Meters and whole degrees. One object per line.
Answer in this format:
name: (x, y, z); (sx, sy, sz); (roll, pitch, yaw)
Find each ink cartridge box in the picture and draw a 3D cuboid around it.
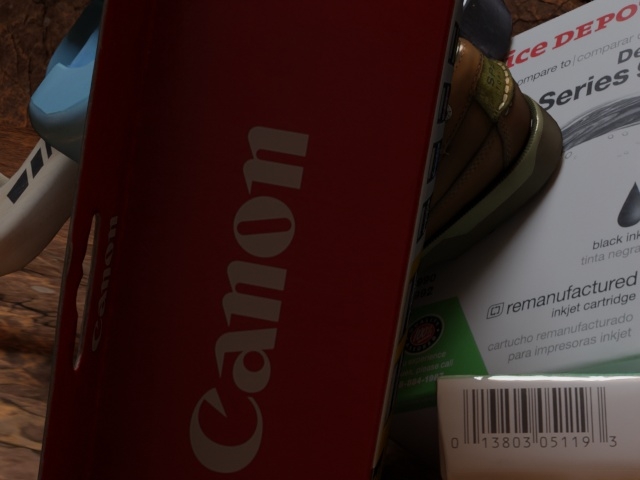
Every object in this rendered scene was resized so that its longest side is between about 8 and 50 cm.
ink cartridge box: (0.161, -0.006, 0.767); (0.211, 0.289, 0.121); (-19, -46, 42)
ink cartridge box: (-0.021, 0.018, 0.557); (0.130, 0.310, 0.272); (10, 9, 5)
ink cartridge box: (0.157, 0.110, 0.622); (0.181, 0.056, 0.225); (-3, -15, 9)

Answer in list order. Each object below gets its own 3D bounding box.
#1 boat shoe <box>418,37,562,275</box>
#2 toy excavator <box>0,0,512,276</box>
boat shoe: (0.000, 0.000, 0.752); (0.104, 0.307, 0.111); (37, 13, -30)
toy excavator: (-0.151, -0.094, 0.904); (0.222, 0.445, 0.433); (38, -3, -36)
